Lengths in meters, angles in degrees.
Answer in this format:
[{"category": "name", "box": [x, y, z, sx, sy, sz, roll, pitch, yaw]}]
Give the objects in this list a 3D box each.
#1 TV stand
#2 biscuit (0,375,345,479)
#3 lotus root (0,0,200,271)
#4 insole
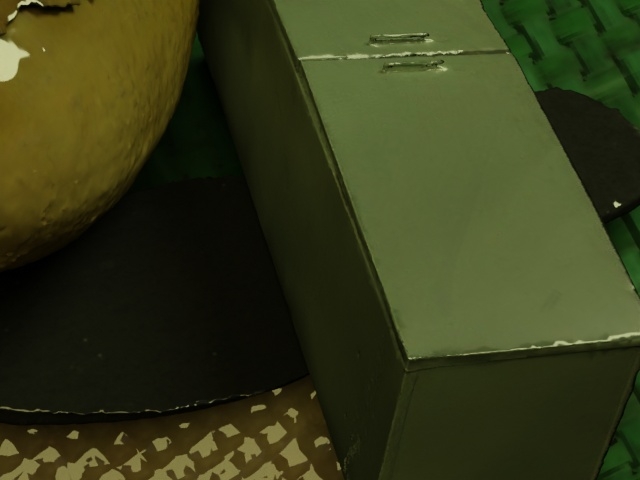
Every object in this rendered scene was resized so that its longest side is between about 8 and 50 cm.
[{"category": "TV stand", "box": [0.022, -0.033, 0.589, 0.083, 0.088, 0.269, -6, 46, -16]}, {"category": "biscuit", "box": [-0.150, 0.077, 0.617, 0.426, 0.078, 0.144, 7, 71, 0]}, {"category": "lotus root", "box": [-0.120, -0.074, 0.596, 0.146, 0.130, 0.303, 11, 32, -3]}, {"category": "insole", "box": [0.000, 0.000, 0.622, 0.309, 0.012, 0.110, -22, 50, -29]}]
